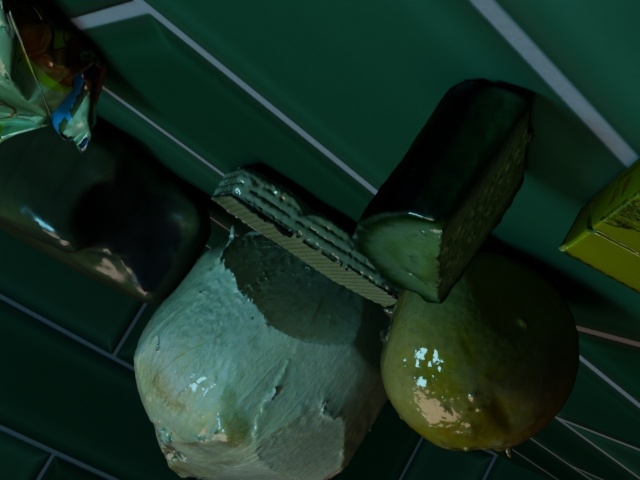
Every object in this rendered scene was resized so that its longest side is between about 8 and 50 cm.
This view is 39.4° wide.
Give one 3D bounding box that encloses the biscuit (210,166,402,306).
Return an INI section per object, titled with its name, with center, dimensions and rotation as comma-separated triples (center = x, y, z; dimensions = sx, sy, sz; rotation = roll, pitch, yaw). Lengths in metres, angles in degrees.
[biscuit]
center = 0.000, 0.000, 1.007
dimensions = 0.252, 0.052, 0.150
rotation = 34, 173, -11

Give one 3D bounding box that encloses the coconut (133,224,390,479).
[coconut]
center = -0.082, 0.186, 1.260
dimensions = 0.346, 0.360, 0.346
rotation = 30, 172, 5

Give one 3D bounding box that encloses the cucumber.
[cucumber]
center = 0.073, -0.033, 0.517
dimensions = 0.062, 0.115, 0.116
rotation = 27, 161, 19

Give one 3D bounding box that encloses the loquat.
[loquat]
center = 0.128, 0.084, 0.754
dimensions = 0.204, 0.172, 0.149
rotation = 64, 162, -11

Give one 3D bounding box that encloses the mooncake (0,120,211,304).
[mooncake]
center = -0.336, -0.056, 1.297
dimensions = 0.351, 0.187, 0.351
rotation = 25, 169, 5

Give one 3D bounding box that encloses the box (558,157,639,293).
[box]
center = 0.226, -0.001, 0.433
dimensions = 0.153, 0.041, 0.279
rotation = 28, 169, 5

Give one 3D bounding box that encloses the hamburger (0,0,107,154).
[hamburger]
center = -0.359, -0.183, 0.856
dimensions = 0.276, 0.150, 0.260
rotation = 29, 168, 9
